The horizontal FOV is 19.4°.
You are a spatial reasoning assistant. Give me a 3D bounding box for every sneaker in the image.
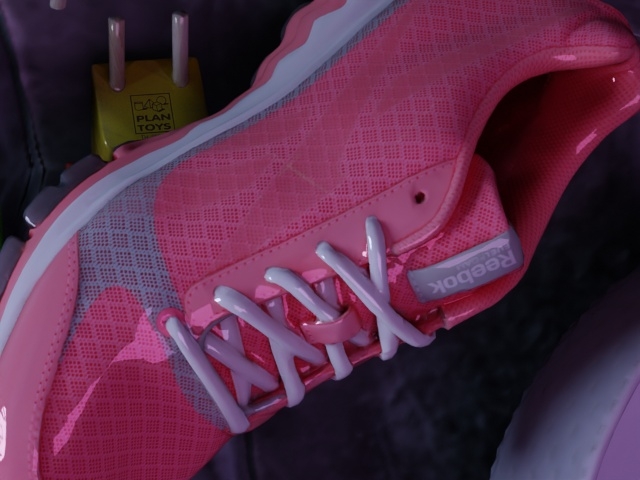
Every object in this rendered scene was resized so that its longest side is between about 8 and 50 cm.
[{"bbox_3d":[0.000,-0.001,0.684,0.314,0.136,0.116,-47,133,-20],"label":"sneaker"}]

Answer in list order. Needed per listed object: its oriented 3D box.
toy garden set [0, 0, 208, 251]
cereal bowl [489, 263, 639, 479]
[{"bbox_3d":[-0.135,-0.094,0.703,0.204,0.049,0.244,-6,119,-14],"label":"toy garden set"},{"bbox_3d":[0.203,0.153,0.863,0.339,0.141,0.339,-1,92,-30],"label":"cereal bowl"}]
